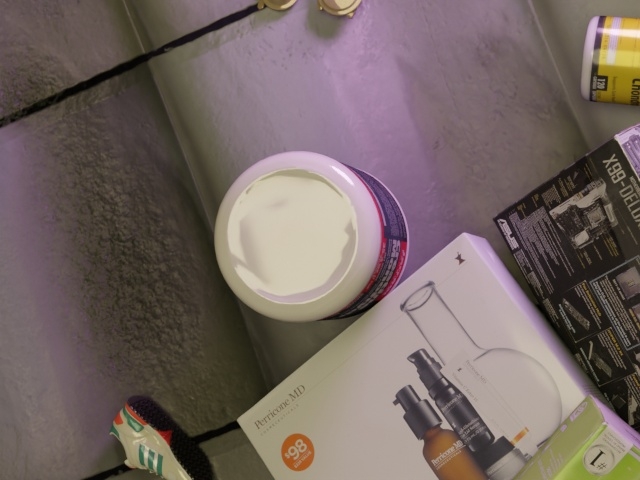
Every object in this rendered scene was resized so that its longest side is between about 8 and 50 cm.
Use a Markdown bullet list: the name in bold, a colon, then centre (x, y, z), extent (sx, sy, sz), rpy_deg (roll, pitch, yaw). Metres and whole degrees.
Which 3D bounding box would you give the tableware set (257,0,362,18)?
- **tableware set**: centre (-0.010, -0.362, 1.739), extent (0.168, 0.020, 0.141), rpy_deg (10, 88, 15)

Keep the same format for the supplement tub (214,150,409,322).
- **supplement tub**: centre (0.000, 0.000, 1.591), extent (0.191, 0.272, 0.191), rpy_deg (-1, 88, 14)

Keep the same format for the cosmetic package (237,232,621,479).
- **cosmetic package**: centre (0.124, 0.218, 1.607), extent (0.377, 0.097, 0.284), rpy_deg (-41, 68, 15)

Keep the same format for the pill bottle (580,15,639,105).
- **pill bottle**: centre (0.404, -0.208, 1.586), extent (0.184, 0.103, 0.103), rpy_deg (7, 89, 15)

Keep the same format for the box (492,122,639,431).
- **box**: centre (0.354, 0.051, 1.528), extent (0.307, 0.076, 0.242), rpy_deg (63, 146, 9)

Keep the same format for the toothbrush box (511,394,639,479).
- **toothbrush box**: centre (0.279, 0.343, 1.435), extent (0.206, 0.122, 0.283), rpy_deg (40, 100, -2)

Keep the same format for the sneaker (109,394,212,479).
- **sneaker**: centre (-0.211, 0.281, 1.752), extent (0.161, 0.057, 0.075), rpy_deg (46, 115, 10)
